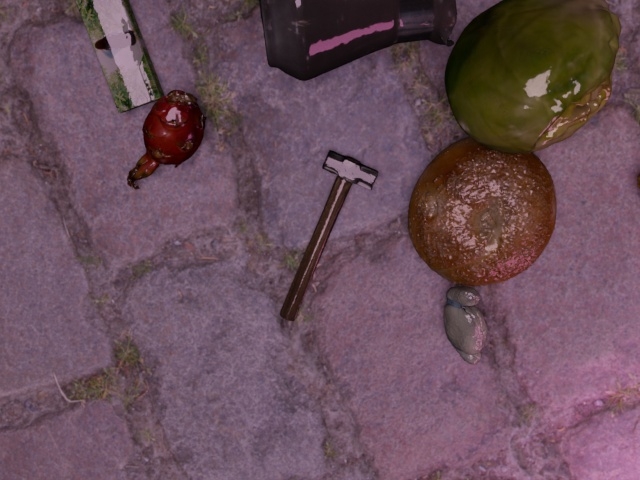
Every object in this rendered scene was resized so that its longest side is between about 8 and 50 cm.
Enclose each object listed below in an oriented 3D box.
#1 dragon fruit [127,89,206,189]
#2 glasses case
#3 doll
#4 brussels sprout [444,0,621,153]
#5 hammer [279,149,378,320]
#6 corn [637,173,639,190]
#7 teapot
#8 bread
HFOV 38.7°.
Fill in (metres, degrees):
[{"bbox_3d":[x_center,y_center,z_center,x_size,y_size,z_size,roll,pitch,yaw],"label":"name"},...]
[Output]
[{"bbox_3d":[-0.317,-0.193,1.822,0.125,0.125,0.246,33,113,-22],"label":"dragon fruit"},{"bbox_3d":[-0.405,-0.397,1.812,0.095,0.062,0.272,-19,99,8],"label":"glasses case"},{"bbox_3d":[0.290,0.170,1.839,0.071,0.103,0.214,-38,136,-25],"label":"doll"},{"bbox_3d":[0.390,-0.298,1.652,0.343,0.344,0.268,-12,128,6],"label":"brussels sprout"},{"bbox_3d":[0.000,0.000,1.875,0.111,0.043,0.366,23,104,-2],"label":"hammer"},{"bbox_3d":[0.742,-0.026,1.775,0.119,0.119,0.322,-38,92,10],"label":"corn"},{"bbox_3d":[0.063,-0.490,1.672,0.361,0.305,0.376,-6,71,-3],"label":"teapot"},{"bbox_3d":[0.318,-0.051,1.778,0.305,0.159,0.306,0,101,3],"label":"bread"}]
